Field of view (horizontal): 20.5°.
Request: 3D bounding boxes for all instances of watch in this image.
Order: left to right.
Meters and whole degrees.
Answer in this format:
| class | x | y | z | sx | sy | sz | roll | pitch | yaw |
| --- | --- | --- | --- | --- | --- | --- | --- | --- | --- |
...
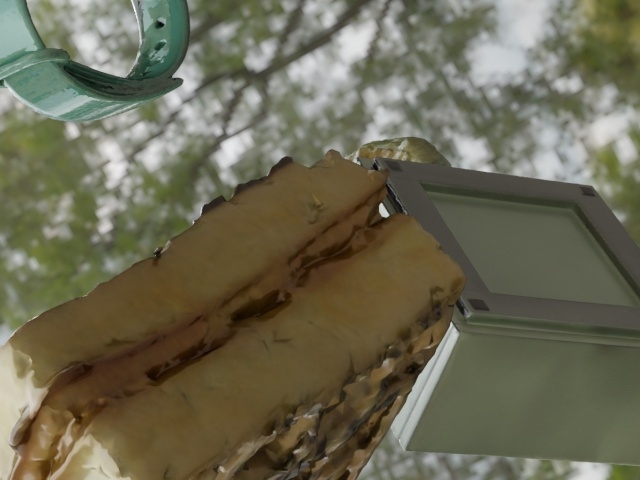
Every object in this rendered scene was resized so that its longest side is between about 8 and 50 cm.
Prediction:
| class | x | y | z | sx | sy | sz | roll | pitch | yaw |
| --- | --- | --- | --- | --- | --- | --- | --- | --- | --- |
| watch | -0.187 | -0.184 | 1.347 | 0.195 | 0.068 | 0.237 | 66 | -153 | -10 |

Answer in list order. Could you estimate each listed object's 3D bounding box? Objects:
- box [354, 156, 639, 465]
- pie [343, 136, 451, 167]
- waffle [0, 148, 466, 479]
| class | x | y | z | sx | sy | sz | roll | pitch | yaw |
| --- | --- | --- | --- | --- | --- | --- | --- | --- | --- |
| box | 0.142 | 0.048 | 1.346 | 0.225 | 0.117 | 0.225 | 7 | -147 | -26 |
| pie | 0.036 | 0.009 | 2.094 | 0.071 | 0.306 | 0.306 | 45 | -157 | -35 |
| waffle | -0.097 | 0.148 | 0.871 | 0.114 | 0.376 | 0.261 | 42 | -139 | 17 |
